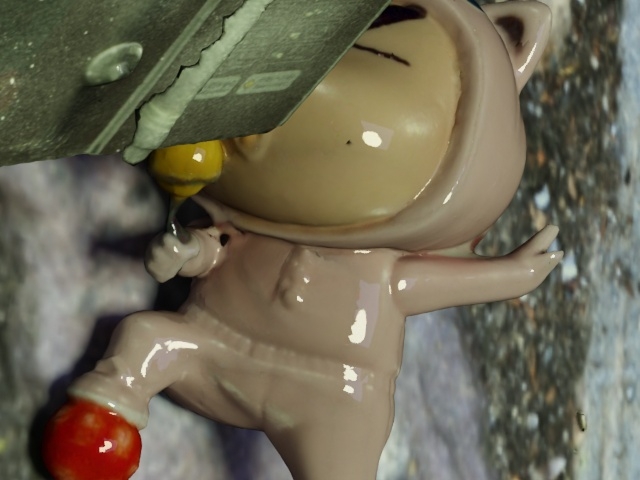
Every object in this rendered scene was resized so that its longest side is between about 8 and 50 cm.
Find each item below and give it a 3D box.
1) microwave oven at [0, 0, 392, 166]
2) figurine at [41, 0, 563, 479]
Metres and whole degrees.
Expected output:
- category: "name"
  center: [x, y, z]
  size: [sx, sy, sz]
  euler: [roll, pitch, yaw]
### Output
- category: "microwave oven"
  center: [-0.173, -0.205, 0.478]
  size: [0.432, 0.236, 0.374]
  euler: [-10, 64, -47]
- category: "figurine"
  center: [0.000, 0.000, 0.785]
  size: [0.287, 0.176, 0.186]
  euler: [-65, 157, -9]
